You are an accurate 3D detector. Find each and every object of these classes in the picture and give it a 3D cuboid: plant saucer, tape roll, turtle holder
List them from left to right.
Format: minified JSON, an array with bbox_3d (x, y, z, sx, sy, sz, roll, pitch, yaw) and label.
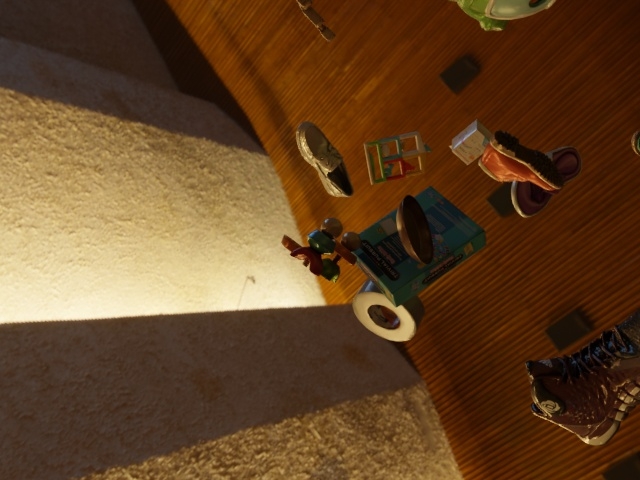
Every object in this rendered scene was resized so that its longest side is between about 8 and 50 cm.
[{"bbox_3d":[0.212,0.215,1.894,0.219,0.219,0.072,42,-126,-7],"label":"tape roll"},{"bbox_3d":[0.254,-0.026,1.657,0.198,0.036,0.199,37,-135,-48],"label":"plant saucer"},{"bbox_3d":[0.410,-0.582,1.327,0.227,0.320,0.243,20,-136,-1],"label":"turtle holder"}]

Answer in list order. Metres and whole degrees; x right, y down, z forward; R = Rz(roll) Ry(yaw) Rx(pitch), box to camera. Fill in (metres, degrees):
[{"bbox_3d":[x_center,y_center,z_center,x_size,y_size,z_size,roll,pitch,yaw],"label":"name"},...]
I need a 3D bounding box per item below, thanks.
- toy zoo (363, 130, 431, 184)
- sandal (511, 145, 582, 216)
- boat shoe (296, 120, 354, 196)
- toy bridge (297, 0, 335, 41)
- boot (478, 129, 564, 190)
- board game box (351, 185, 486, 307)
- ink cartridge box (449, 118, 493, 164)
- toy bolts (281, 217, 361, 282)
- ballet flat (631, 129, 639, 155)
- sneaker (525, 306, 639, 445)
[{"bbox_3d":[0.352,-0.371,2.697,0.030,0.293,0.192,-104,2,-69],"label":"toy zoo"},{"bbox_3d":[0.795,-0.228,2.084,0.416,0.102,0.169,-37,-80,-32],"label":"sandal"},{"bbox_3d":[0.027,-0.243,1.834,0.096,0.098,0.277,22,154,51],"label":"boat shoe"},{"bbox_3d":[-0.018,-0.539,1.450,0.063,0.026,0.188,50,-170,19],"label":"toy bridge"},{"bbox_3d":[0.374,-0.132,1.135,0.158,0.085,0.059,34,-131,6],"label":"boot"},{"bbox_3d":[0.282,0.012,1.820,0.254,0.336,0.079,49,167,40],"label":"board game box"},{"bbox_3d":[0.559,-0.360,2.258,0.092,0.143,0.090,38,-144,-15],"label":"ink cartridge box"},{"bbox_3d":[0.000,0.000,1.725,0.218,0.158,0.228,38,-178,14],"label":"toy bolts"},{"bbox_3d":[0.812,-0.241,1.493,0.206,0.073,0.067,4,-157,-33],"label":"ballet flat"},{"bbox_3d":[0.407,0.191,0.925,0.162,0.281,0.106,18,-151,4],"label":"sneaker"}]
